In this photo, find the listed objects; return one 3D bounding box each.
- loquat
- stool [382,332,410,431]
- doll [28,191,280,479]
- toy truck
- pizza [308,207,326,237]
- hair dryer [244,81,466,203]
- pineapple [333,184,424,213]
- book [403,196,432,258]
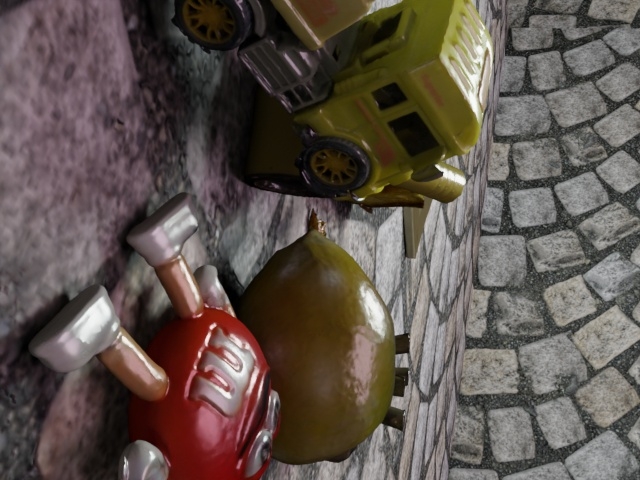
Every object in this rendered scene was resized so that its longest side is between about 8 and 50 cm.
[{"bbox_3d":[-0.007,0.089,0.610,0.152,0.152,0.195,-15,96,-72],"label":"loquat"},{"bbox_3d":[0.033,0.161,0.805,0.217,0.121,0.125,-41,135,-73],"label":"stool"},{"bbox_3d":[-0.083,0.098,0.468,0.183,0.085,0.217,-64,144,-52],"label":"doll"},{"bbox_3d":[0.013,-0.159,0.458,0.272,0.157,0.124,49,44,-32],"label":"toy truck"},{"bbox_3d":[0.000,0.000,0.814,0.037,0.016,0.083,-74,159,-50],"label":"pizza"},{"bbox_3d":[0.049,-0.093,0.687,0.279,0.090,0.135,14,80,-47],"label":"hair dryer"},{"bbox_3d":[0.083,-0.108,0.896,0.236,0.115,0.186,-69,157,-49],"label":"pineapple"},{"bbox_3d":[0.199,-0.143,1.412,0.310,0.021,0.217,-65,155,-48],"label":"book"}]
